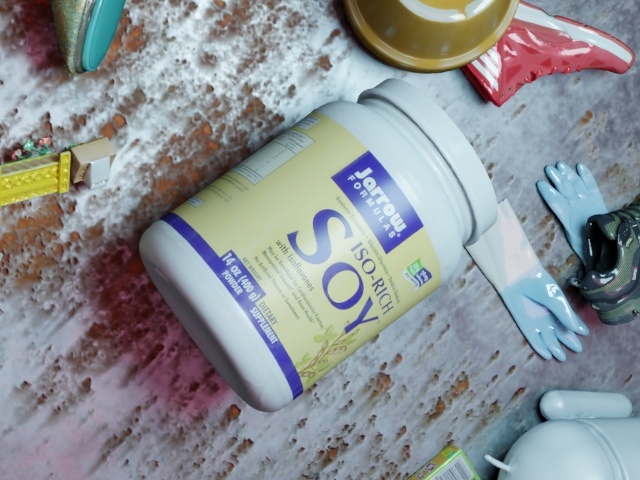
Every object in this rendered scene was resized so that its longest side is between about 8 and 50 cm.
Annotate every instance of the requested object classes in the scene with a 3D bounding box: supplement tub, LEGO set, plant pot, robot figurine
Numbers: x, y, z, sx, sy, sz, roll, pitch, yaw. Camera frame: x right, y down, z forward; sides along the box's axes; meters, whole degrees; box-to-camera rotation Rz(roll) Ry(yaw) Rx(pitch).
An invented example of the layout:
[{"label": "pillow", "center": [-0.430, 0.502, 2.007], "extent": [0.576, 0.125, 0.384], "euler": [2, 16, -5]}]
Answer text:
[{"label": "supplement tub", "center": [0.000, 0.000, 1.288], "extent": [0.331, 0.241, 0.241], "euler": [-37, 107, -13]}, {"label": "LEGO set", "center": [-0.357, -0.042, 1.249], "extent": [0.287, 0.107, 0.132], "euler": [-47, 143, -14]}, {"label": "plant pot", "center": [0.127, -0.291, 1.300], "extent": [0.205, 0.188, 0.205], "euler": [0, 93, -1]}, {"label": "robot figurine", "center": [0.366, 0.317, 1.473], "extent": [0.354, 0.300, 0.199], "euler": [2, 140, -24]}]

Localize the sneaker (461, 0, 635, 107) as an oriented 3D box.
[{"label": "sneaker", "center": [0.265, -0.213, 1.457], "extent": [0.221, 0.087, 0.128], "euler": [19, 98, -9]}]

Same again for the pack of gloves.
[{"label": "pack of gloves", "center": [0.314, 0.028, 1.511], "extent": [0.195, 0.046, 0.232], "euler": [-39, 107, -11]}]

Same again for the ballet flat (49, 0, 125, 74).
[{"label": "ballet flat", "center": [-0.225, -0.346, 1.246], "extent": [0.123, 0.123, 0.348], "euler": [23, 89, -21]}]

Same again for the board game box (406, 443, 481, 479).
[{"label": "board game box", "center": [0.100, 0.380, 1.477], "extent": [0.259, 0.039, 0.124], "euler": [-37, 106, -16]}]

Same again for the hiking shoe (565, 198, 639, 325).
[{"label": "hiking shoe", "center": [0.392, -0.010, 1.495], "extent": [0.114, 0.086, 0.227], "euler": [42, 69, -28]}]
